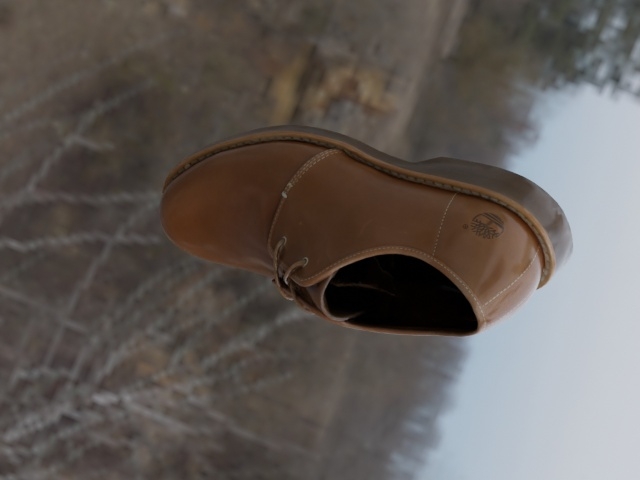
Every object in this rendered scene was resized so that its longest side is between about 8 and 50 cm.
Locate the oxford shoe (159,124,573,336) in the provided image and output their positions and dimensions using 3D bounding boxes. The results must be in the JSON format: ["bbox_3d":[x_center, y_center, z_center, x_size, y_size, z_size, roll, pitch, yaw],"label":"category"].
[{"bbox_3d":[0.000,0.000,0.830,0.076,0.212,0.076,-47,129,-36],"label":"oxford shoe"}]
